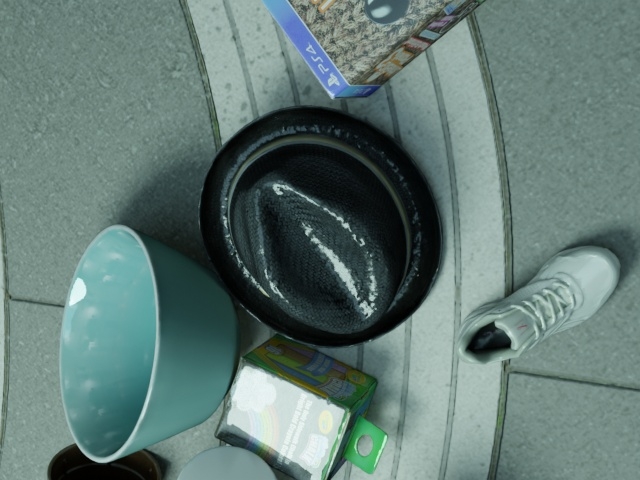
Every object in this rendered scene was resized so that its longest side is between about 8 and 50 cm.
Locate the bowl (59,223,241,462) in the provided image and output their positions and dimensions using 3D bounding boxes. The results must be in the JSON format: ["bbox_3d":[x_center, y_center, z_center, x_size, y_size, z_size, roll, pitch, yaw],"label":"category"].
[{"bbox_3d":[-0.223,0.142,1.223,0.312,0.163,0.311,-14,71,50],"label":"bowl"}]

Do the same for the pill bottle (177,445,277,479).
[{"bbox_3d":[-0.143,0.408,1.222,0.160,0.160,0.283,32,138,13],"label":"pill bottle"}]

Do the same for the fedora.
[{"bbox_3d":[0.000,0.000,1.112,0.334,0.152,0.333,0,105,0],"label":"fedora"}]

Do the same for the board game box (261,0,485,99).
[{"bbox_3d":[0.077,-0.349,1.070,0.291,0.141,0.232,-38,85,22],"label":"board game box"}]

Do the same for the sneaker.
[{"bbox_3d":[0.264,0.093,1.093,0.232,0.115,0.090,-39,85,22],"label":"sneaker"}]

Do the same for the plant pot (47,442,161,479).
[{"bbox_3d":[-0.337,0.418,1.363,0.167,0.167,0.165,20,114,16],"label":"plant pot"}]

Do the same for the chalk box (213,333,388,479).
[{"bbox_3d":[-0.010,0.239,1.216,0.213,0.132,0.132,24,106,14],"label":"chalk box"}]
